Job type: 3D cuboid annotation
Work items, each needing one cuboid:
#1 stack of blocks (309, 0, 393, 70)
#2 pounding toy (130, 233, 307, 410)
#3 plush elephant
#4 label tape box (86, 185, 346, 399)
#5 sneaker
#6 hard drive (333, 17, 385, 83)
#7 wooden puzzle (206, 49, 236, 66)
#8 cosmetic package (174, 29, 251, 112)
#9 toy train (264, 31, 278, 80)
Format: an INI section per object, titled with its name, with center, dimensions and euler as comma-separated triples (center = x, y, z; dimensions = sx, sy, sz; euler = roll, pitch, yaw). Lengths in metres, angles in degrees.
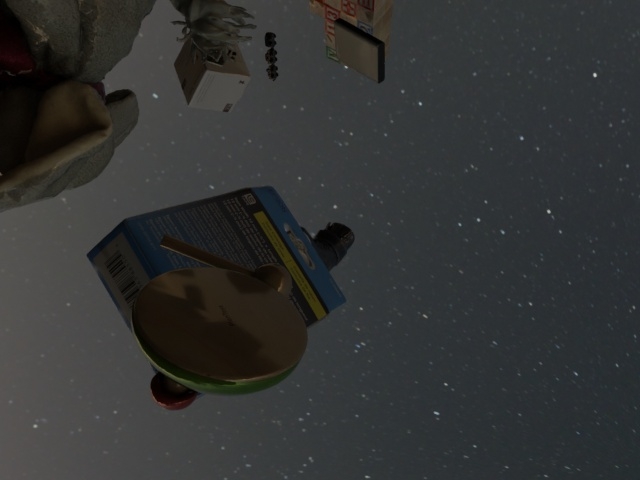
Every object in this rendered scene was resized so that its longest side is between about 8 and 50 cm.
[stack of blocks]
center = 0.068, -0.522, 1.435
dimensions = 0.171, 0.297, 0.087
euler = 31, -111, 16
[pounding toy]
center = -0.118, 0.110, 0.711
dimensions = 0.236, 0.183, 0.110
euler = -97, -157, -60
[plush elephant]
center = -0.259, -0.160, 0.574
dimensions = 0.255, 0.330, 0.272
euler = -64, -170, -1
[label tape box]
center = -0.136, 0.062, 0.975
dimensions = 0.115, 0.348, 0.249
euler = -36, -96, 30
[sneaker]
center = -0.001, 0.000, 1.437
dimensions = 0.086, 0.226, 0.163
euler = 29, -114, 24
[hard drive]
center = 0.081, -0.399, 1.347
dimensions = 0.022, 0.094, 0.135
euler = -35, -125, -21
[wooden puzzle]
center = -0.237, -0.425, 1.479
dimensions = 0.083, 0.006, 0.049
euler = 19, -116, 11
[cosmetic package]
center = -0.326, -0.508, 1.924
dimensions = 0.151, 0.152, 0.183
euler = -50, -128, 41
[toy train]
center = -0.147, -0.541, 1.890
dimensions = 0.036, 0.158, 0.027
euler = 25, -128, 22
